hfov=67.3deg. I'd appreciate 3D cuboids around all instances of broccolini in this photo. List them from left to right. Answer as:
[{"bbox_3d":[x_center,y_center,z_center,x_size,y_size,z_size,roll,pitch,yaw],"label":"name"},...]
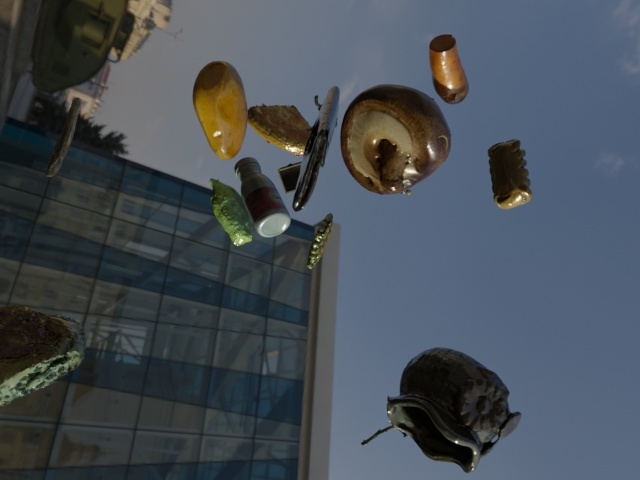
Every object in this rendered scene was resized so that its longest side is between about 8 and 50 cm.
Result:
[{"bbox_3d":[0.232,0.685,1.717,0.054,0.194,0.052,-168,-110,-74],"label":"broccolini"}]

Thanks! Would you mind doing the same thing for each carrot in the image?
[{"bbox_3d":[0.313,-0.420,1.194,0.087,0.193,0.087,-14,-122,24],"label":"carrot"}]

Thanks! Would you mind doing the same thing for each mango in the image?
[{"bbox_3d":[-0.234,-0.302,1.130,0.109,0.147,0.228,6,-71,20],"label":"mango"}]

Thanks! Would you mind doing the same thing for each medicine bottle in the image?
[{"bbox_3d":[-0.152,-0.114,1.200,0.090,0.090,0.217,-50,-128,31],"label":"medicine bottle"}]

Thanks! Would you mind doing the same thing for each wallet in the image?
[{"bbox_3d":[-0.002,-0.199,0.993,0.321,0.044,0.171,-83,-164,-58],"label":"wallet"}]

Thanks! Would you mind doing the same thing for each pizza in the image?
[{"bbox_3d":[-0.132,-0.438,1.877,0.086,0.335,0.226,124,-14,-48],"label":"pizza"}]

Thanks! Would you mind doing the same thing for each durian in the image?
[{"bbox_3d":[-0.312,-0.105,1.693,0.139,0.101,0.250,-54,124,-83],"label":"durian"}]

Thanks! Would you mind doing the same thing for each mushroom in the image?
[{"bbox_3d":[0.141,-0.193,0.901,0.231,0.138,0.194,-25,-90,52],"label":"mushroom"}]

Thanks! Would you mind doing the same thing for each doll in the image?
[{"bbox_3d":[0.017,-0.395,1.585,0.057,0.165,0.139,11,-92,23],"label":"doll"}]

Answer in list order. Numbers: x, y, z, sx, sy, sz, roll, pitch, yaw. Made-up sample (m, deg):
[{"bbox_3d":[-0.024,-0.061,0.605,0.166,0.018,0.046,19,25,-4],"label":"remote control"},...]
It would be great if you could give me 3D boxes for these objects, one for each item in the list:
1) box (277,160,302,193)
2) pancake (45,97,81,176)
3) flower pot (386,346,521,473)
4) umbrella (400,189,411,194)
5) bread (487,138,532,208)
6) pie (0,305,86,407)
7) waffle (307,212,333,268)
[{"bbox_3d":[-0.079,-0.192,1.451,0.079,0.083,0.035,-15,-162,14],"label":"box"},{"bbox_3d":[-0.735,-0.295,1.381,0.250,0.031,0.250,-41,-142,43],"label":"pancake"},{"bbox_3d":[0.333,0.424,1.214,0.213,0.302,0.301,-48,-159,-27],"label":"flower pot"},{"bbox_3d":[0.284,-0.200,1.802,0.037,0.143,0.040,36,-72,53],"label":"umbrella"},{"bbox_3d":[0.608,-0.218,1.537,0.134,0.081,0.225,155,-65,-66],"label":"bread"},{"bbox_3d":[-0.746,0.263,1.147,0.288,0.354,0.103,26,-59,32],"label":"pie"},{"bbox_3d":[0.000,0.000,1.967,0.214,0.054,0.208,-57,169,-67],"label":"waffle"}]
